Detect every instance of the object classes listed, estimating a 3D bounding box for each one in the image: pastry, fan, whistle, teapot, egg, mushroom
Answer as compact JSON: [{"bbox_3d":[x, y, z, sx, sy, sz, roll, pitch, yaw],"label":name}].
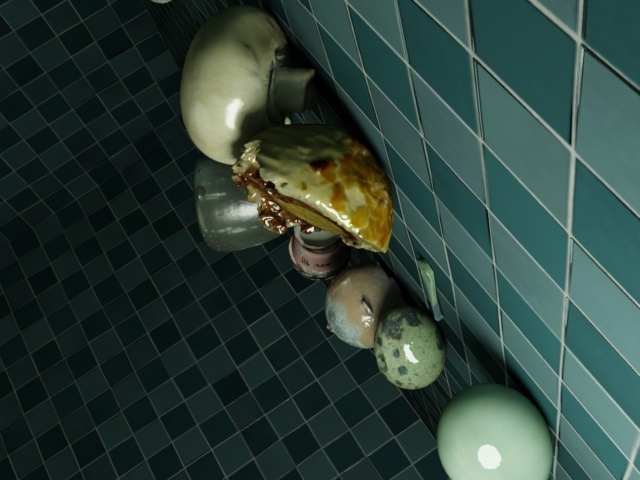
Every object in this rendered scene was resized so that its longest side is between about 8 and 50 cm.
[{"bbox_3d":[0.011,-0.090,1.275,0.236,0.170,0.256,20,167,18],"label":"pastry"},{"bbox_3d":[0.191,0.088,1.462,0.038,0.016,0.193,57,174,35],"label":"fan"},{"bbox_3d":[0.100,0.142,1.865,0.189,0.189,0.348,56,-175,4],"label":"whistle"},{"bbox_3d":[-0.097,-0.082,1.816,0.305,0.285,0.224,63,-156,-67],"label":"teapot"},{"bbox_3d":[0.171,0.204,1.651,0.141,0.141,0.182,49,161,57],"label":"egg"},{"bbox_3d":[-0.107,-0.238,1.322,0.246,0.202,0.246,2,-90,-79],"label":"mushroom"},{"bbox_3d":[0.264,0.310,1.288,0.168,0.168,0.231,51,175,46],"label":"egg"}]

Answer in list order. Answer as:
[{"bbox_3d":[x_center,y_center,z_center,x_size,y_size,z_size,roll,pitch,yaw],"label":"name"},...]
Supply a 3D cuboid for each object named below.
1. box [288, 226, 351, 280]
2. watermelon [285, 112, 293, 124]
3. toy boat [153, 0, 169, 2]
[{"bbox_3d":[0.000,0.000,2.007,0.151,0.151,0.135,55,164,21],"label":"box"},{"bbox_3d":[-0.100,-0.269,1.800,0.245,0.063,0.119,-125,21,-79],"label":"watermelon"},{"bbox_3d":[-0.316,-0.572,1.547,0.141,0.140,0.269,53,169,38],"label":"toy boat"}]
